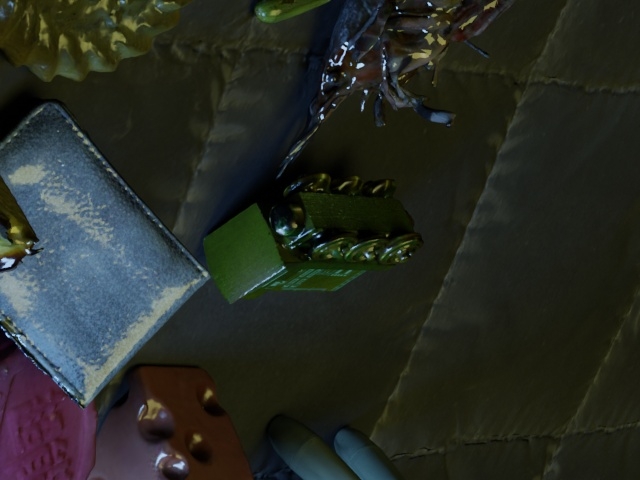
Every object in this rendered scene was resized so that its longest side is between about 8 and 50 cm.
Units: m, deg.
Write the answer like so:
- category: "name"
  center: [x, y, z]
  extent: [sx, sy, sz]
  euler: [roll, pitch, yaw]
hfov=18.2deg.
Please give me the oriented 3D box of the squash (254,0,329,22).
- category: "squash"
  center: [-0.026, -0.216, 1.802]
  extent: [0.083, 0.027, 0.027]
  euler: [-28, 139, -38]

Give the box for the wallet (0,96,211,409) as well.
- category: "wallet"
  center: [-0.214, 0.007, 1.635]
  extent: [0.167, 0.036, 0.222]
  euler: [-48, 111, -17]

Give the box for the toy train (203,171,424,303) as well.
- category: "toy train"
  center: [0.000, 0.000, 1.948]
  extent: [0.137, 0.090, 0.225]
  euler: [-34, 160, 28]

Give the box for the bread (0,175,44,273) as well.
- category: "bread"
  center: [-0.303, -0.015, 1.491]
  extent: [0.169, 0.160, 0.140]
  euler: [-53, 148, -4]

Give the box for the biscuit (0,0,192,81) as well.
- category: "biscuit"
  center: [-0.185, -0.211, 1.587]
  extent: [0.273, 0.036, 0.187]
  euler: [10, 110, -56]

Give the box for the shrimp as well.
- category: "shrimp"
  center: [0.072, -0.180, 1.884]
  extent: [0.145, 0.116, 0.343]
  euler: [36, 101, -23]

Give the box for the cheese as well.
- category: "cheese"
  center: [-0.131, 0.253, 1.947]
  extent: [0.128, 0.177, 0.203]
  euler: [10, 111, -56]

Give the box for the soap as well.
- category: "soap"
  center: [-0.276, 0.155, 1.750]
  extent: [0.162, 0.099, 0.250]
  euler: [-38, 145, -38]

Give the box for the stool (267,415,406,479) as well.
- category: "stool"
  center: [0.018, 0.321, 2.192]
  extent: [0.195, 0.199, 0.195]
  euler: [17, 103, -58]
